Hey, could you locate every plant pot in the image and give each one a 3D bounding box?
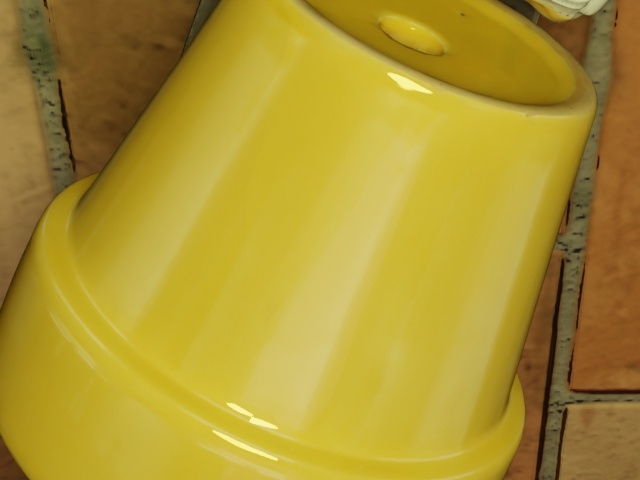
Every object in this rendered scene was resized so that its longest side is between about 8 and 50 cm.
[{"bbox_3d":[0.000,0.000,0.764,0.254,0.254,0.239,17,117,-16],"label":"plant pot"}]

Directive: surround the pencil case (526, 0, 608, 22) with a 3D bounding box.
[{"bbox_3d":[0.015,-0.187,0.721,0.273,0.124,0.113,16,132,-17],"label":"pencil case"}]

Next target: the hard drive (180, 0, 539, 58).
[{"bbox_3d":[0.004,-0.069,0.889,0.172,0.054,0.254,11,134,-10],"label":"hard drive"}]
